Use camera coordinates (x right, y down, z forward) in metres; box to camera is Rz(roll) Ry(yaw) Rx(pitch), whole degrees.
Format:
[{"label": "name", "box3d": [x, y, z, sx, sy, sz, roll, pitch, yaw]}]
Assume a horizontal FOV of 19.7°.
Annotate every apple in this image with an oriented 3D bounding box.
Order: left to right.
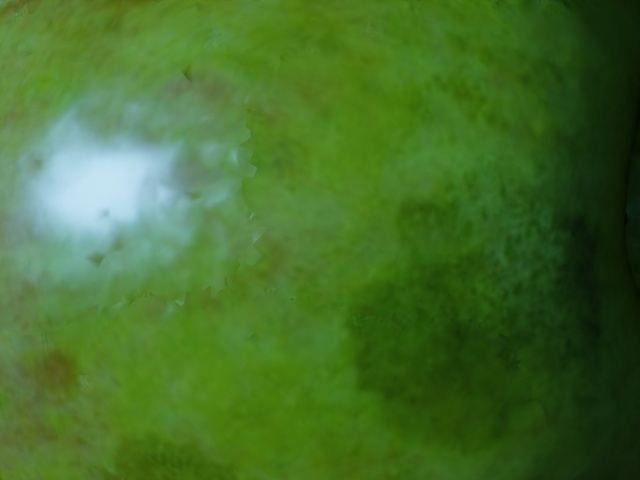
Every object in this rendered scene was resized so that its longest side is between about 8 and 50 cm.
[{"label": "apple", "box3d": [0.000, 0.000, 0.422, 0.196, 0.196, 0.196, -22, 61, 49]}]
